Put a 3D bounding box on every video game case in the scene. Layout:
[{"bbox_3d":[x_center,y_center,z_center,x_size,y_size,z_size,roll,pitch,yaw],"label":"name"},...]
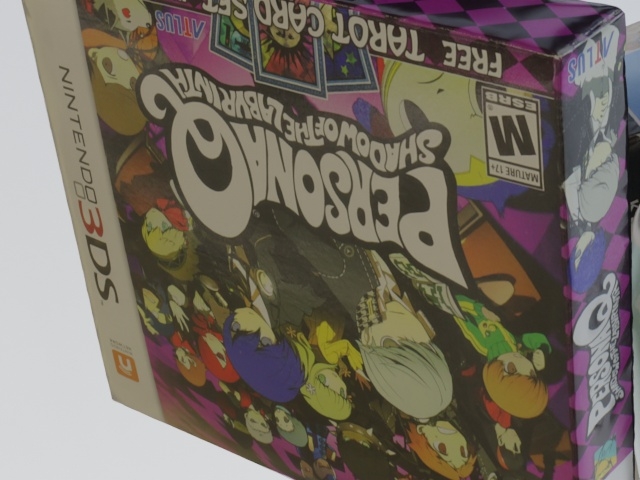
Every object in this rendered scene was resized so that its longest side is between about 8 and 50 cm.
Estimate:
[{"bbox_3d":[0.000,0.000,0.583,0.232,0.042,0.210,19,-49,35],"label":"video game case"}]

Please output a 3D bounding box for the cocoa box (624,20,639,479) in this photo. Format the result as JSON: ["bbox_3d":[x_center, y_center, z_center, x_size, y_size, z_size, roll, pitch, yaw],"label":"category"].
[{"bbox_3d":[0.253,0.046,1.069,0.231,0.228,0.347,-97,163,-72],"label":"cocoa box"}]

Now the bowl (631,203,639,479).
[{"bbox_3d":[0.260,0.022,0.776,0.311,0.311,0.163,-10,-64,53],"label":"bowl"}]
